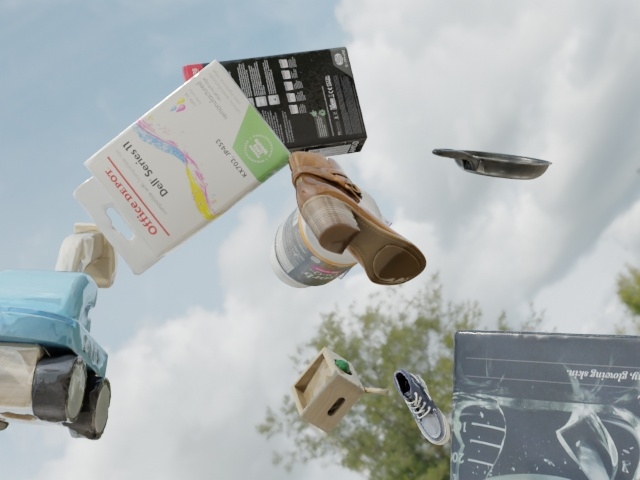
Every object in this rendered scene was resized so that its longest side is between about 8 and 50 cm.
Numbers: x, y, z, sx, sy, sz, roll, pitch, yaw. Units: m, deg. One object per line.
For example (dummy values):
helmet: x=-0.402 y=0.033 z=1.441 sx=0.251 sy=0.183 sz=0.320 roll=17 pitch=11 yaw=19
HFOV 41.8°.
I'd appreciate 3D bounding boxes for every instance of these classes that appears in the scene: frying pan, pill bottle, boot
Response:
frying pan: x=0.329 y=-0.142 z=1.571 sx=0.326 sy=0.197 sz=0.053 roll=-27 pitch=-55 yaw=-70
pill bottle: x=0.000 y=0.000 z=1.654 sx=0.162 sy=0.162 sz=0.278 roll=-37 pitch=-2 yaw=-26
boot: x=0.229 y=0.388 z=1.953 sx=0.069 sy=0.190 sz=0.086 roll=-42 pitch=-41 yaw=14
boot: x=0.046 y=-0.032 z=1.056 sx=0.073 sy=0.152 sz=0.197 roll=-42 pitch=-46 yaw=19

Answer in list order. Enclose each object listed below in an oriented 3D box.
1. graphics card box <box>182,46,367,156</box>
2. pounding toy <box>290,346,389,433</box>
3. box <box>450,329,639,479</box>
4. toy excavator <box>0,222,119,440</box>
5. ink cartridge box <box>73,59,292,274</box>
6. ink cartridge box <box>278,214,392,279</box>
graphics card box: x=-0.101 y=-0.289 z=1.845 sx=0.371 sy=0.232 sz=0.094 roll=-10 pitch=-15 yaw=-10
pounding toy: x=0.034 y=0.284 z=1.593 sx=0.100 sy=0.130 sz=0.141 roll=36 pitch=-81 yaw=-23
box: x=0.464 y=0.377 z=1.254 sx=0.297 sy=0.480 sz=0.471 roll=11 pitch=-101 yaw=-54
toy excavator: x=-0.458 y=0.118 z=1.470 sx=0.433 sy=0.223 sz=0.444 roll=88 pitch=-173 yaw=-68
ink cartridge box: x=-0.247 y=-0.113 z=1.426 sx=0.353 sy=0.207 sz=0.119 roll=-38 pitch=2 yaw=3
ink cartridge box: x=0.038 y=-0.033 z=2.122 sx=0.206 sy=0.208 sz=0.045 roll=-46 pitch=-10 yaw=-15
